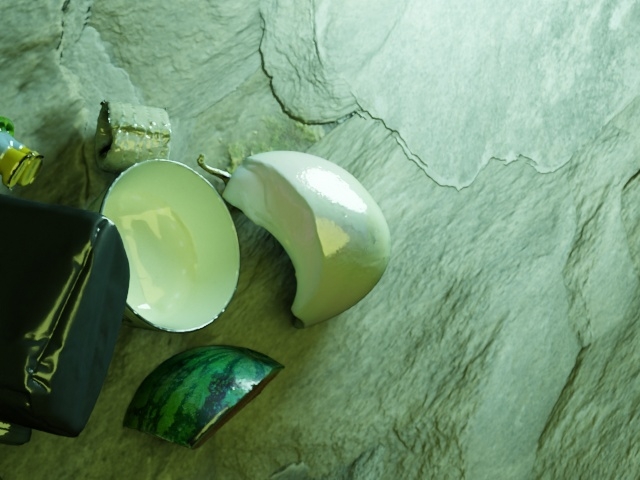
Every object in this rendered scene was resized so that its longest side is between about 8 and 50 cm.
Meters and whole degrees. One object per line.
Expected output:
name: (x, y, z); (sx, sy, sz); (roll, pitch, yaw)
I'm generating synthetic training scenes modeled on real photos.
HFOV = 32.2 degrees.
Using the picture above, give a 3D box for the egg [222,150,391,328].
egg: (0.012, -0.013, 1.593); (0.206, 0.162, 0.271); (-28, 106, -33)

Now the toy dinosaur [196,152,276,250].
toy dinosaur: (-0.107, -0.069, 1.640); (0.058, 0.037, 0.180); (-43, 95, -10)

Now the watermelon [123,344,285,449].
watermelon: (-0.148, 0.205, 1.518); (0.231, 0.146, 0.128); (-40, 99, -21)

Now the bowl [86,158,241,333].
bowl: (-0.233, 0.018, 1.500); (0.238, 0.126, 0.237); (15, 68, -41)

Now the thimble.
thimble: (-0.263, -0.140, 1.536); (0.090, 0.115, 0.102); (8, 90, -24)

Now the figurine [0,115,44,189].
figurine: (-0.477, -0.154, 1.406); (0.263, 0.162, 0.143); (30, 104, 6)

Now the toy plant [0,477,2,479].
toy plant: (-0.430, 0.374, 1.396); (0.143, 0.105, 0.200); (-13, 100, -26)

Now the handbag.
handbag: (-0.378, 0.080, 1.375); (0.178, 0.302, 0.275); (54, 52, -54)

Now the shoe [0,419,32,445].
shoe: (-0.485, 0.244, 1.374); (0.241, 0.108, 0.093); (12, 85, -13)
